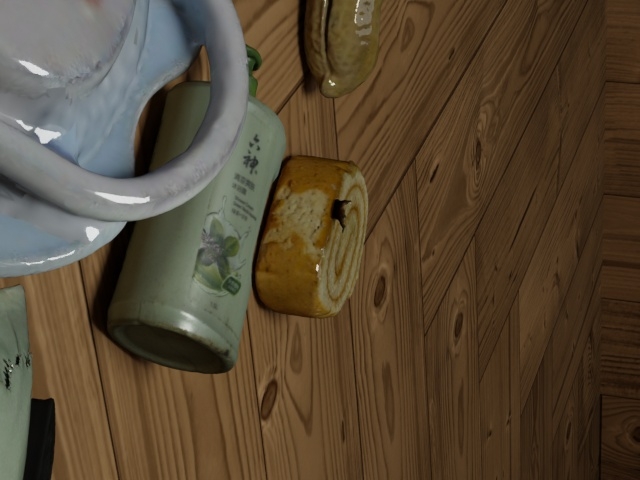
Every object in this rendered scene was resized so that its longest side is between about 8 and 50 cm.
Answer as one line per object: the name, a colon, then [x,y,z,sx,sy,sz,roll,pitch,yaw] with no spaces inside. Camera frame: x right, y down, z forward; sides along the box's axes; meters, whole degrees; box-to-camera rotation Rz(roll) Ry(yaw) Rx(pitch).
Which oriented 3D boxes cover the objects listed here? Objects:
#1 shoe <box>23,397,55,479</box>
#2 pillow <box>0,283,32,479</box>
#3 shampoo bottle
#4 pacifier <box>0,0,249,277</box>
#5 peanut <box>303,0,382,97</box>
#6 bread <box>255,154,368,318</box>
shoe: [-0.191,0.168,0.943,0.179,0.049,0.071,-90,-176,-47]
pillow: [-0.224,0.151,0.708,0.312,0.119,0.310,30,64,-70]
shampoo bottle: [-0.079,-0.032,1.133,0.118,0.087,0.234,51,48,-61]
pacifier: [-0.167,-0.070,0.776,0.207,0.227,0.279,-44,-159,44]
peanut: [0.022,-0.211,1.405,0.080,0.080,0.174,-38,135,-65]
bread: [0.000,0.000,1.405,0.122,0.073,0.149,62,39,-63]
